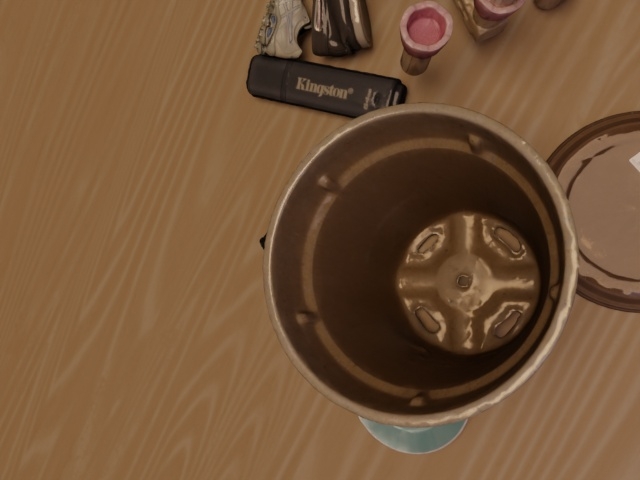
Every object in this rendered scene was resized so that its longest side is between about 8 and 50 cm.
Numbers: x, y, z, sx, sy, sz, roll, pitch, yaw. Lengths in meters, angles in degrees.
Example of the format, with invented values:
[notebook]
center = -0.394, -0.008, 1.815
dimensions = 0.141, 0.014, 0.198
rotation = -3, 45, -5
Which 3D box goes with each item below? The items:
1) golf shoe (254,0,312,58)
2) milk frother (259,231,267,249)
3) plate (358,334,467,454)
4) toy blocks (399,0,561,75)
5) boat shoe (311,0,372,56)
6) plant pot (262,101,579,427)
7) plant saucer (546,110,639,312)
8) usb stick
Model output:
[golf shoe]
center = -0.050, -0.382, 0.940
dimensions = 0.086, 0.069, 0.176
rotation = 16, 78, -12
[milk frother]
center = 0.000, 0.000, 0.903
dimensions = 0.143, 0.129, 0.134
rotation = 33, 106, -25
[plate]
center = 0.140, 0.235, 0.872
dimensions = 0.188, 0.024, 0.188
rotation = 0, 90, 21
[toy blocks]
center = 0.198, -0.417, 0.688
dimensions = 0.309, 0.260, 0.288
rotation = -24, 86, 0
[boat shoe]
center = 0.008, -0.459, 0.887
dimensions = 0.096, 0.112, 0.334
rotation = -9, 89, 17
[plant pot]
center = 0.148, 0.040, 0.705
dimensions = 0.334, 0.305, 0.333
rotation = -5, 80, 26
[plant saucer]
center = 0.429, -0.040, 0.752
dimensions = 0.278, 0.041, 0.277
rotation = -1, 88, 22
[usb stick]
center = 0.003, -0.251, 0.921
dimensions = 0.278, 0.045, 0.077
rotation = 17, 95, 21
